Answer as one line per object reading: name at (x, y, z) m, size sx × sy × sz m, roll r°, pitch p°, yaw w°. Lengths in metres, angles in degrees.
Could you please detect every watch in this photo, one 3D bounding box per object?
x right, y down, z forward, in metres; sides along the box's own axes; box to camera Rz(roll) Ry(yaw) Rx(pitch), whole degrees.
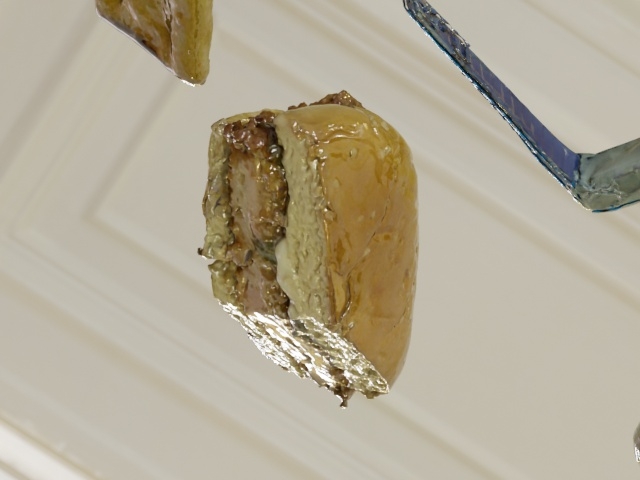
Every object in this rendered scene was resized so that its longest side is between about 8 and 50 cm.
watch at (0.251, -0.171, 1.315) m, size 0.276 × 0.274 × 0.068 m, roll -32°, pitch -159°, yaw 30°

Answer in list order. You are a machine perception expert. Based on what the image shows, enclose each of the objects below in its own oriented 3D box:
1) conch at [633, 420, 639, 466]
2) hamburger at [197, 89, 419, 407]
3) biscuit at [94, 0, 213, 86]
conch at (0.288, 0.163, 1.301) m, size 0.089 × 0.074 × 0.121 m, roll -61°, pitch 168°, yaw -52°
hamburger at (0.000, 0.000, 1.387) m, size 0.282 × 0.155 × 0.245 m, roll 31°, pitch 81°, yaw -53°
biscuit at (-0.164, -0.258, 1.603) m, size 0.039 × 0.174 × 0.183 m, roll -27°, pitch 145°, yaw -33°
